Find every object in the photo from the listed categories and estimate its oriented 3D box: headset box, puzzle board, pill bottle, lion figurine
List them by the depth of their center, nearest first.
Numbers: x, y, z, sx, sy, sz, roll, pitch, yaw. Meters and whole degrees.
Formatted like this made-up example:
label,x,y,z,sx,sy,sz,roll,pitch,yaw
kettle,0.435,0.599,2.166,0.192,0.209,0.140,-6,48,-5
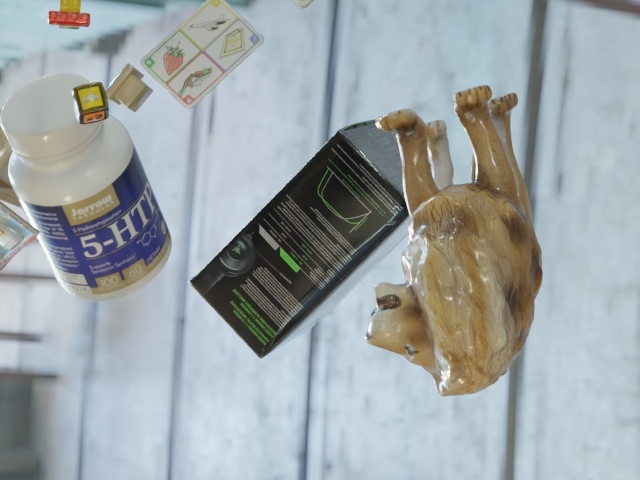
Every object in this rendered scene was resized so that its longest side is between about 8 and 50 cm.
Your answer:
label,x,y,z,sx,sy,sz,roll,pitch,yaw
puzzle board,-0.267,-0.015,1.411,0.011,0.096,0.128,-57,13,-28
pill bottle,-0.207,-0.048,1.663,0.112,0.112,0.187,-112,2,-49
lion figurine,0.139,-0.003,1.673,0.392,0.142,0.240,-13,-93,-70
headset box,0.000,0.000,2.313,0.283,0.131,0.246,-45,-6,16

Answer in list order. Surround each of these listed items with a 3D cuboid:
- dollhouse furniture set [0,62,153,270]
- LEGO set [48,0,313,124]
label,x,y,z,sx,sy,sz,roll,pitch,yaw
dollhouse furniture set,-0.394,-0.117,2.101,0.355,0.174,0.303,-50,-13,1
LEGO set,-0.107,-0.195,1.297,0.182,0.244,0.060,44,164,7
